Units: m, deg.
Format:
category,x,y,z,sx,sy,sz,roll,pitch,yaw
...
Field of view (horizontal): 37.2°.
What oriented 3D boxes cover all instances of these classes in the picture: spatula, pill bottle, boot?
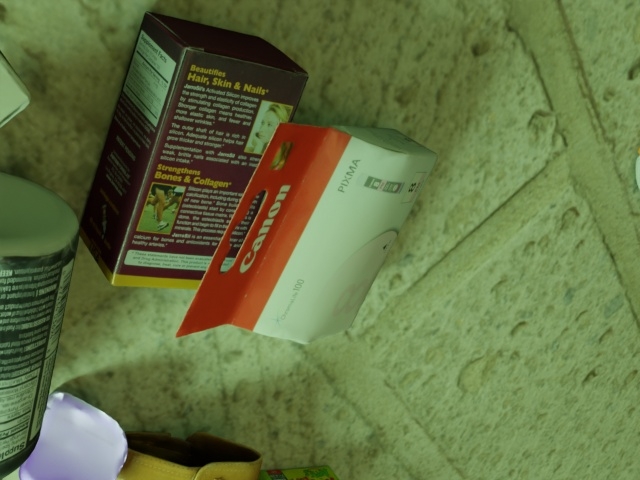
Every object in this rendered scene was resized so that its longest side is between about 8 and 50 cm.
category,x,y,z,sx,sy,sz,roll,pitch,yaw
spatula,-0.247,0.267,0.852,0.296,0.084,0.030,-66,175,26
pill bottle,-0.254,0.083,0.666,0.130,0.130,0.245,0,119,-35
boot,-0.093,0.299,0.917,0.295,0.104,0.211,21,103,-26

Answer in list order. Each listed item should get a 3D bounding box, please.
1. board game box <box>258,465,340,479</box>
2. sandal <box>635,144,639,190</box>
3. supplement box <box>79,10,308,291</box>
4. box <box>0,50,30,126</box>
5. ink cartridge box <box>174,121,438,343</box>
category,x,y,z,sx,sy,sz,roll,pitch,yaw
board game box,-0.048,0.333,1.038,0.092,0.043,0.181,7,115,-37
sandal,0.420,-0.145,1.021,0.102,0.076,0.265,-9,124,-30
supplement box,-0.098,-0.062,0.711,0.104,0.081,0.188,5,116,-38
box,-0.258,-0.123,0.453,0.127,0.232,0.148,-39,134,-6
ink cartridge box,0.000,0.000,0.775,0.189,0.066,0.232,-63,164,16
